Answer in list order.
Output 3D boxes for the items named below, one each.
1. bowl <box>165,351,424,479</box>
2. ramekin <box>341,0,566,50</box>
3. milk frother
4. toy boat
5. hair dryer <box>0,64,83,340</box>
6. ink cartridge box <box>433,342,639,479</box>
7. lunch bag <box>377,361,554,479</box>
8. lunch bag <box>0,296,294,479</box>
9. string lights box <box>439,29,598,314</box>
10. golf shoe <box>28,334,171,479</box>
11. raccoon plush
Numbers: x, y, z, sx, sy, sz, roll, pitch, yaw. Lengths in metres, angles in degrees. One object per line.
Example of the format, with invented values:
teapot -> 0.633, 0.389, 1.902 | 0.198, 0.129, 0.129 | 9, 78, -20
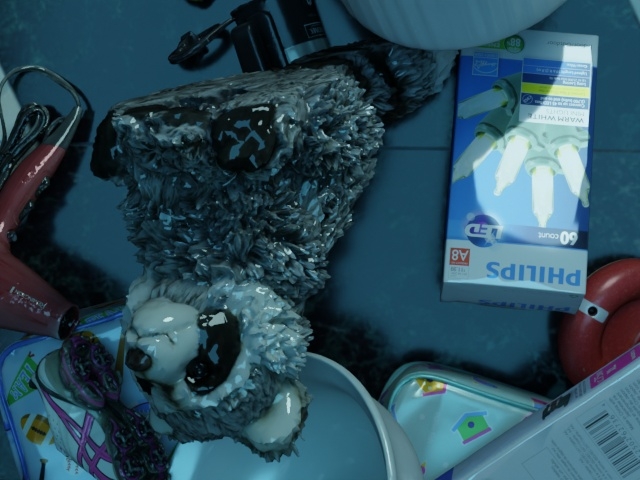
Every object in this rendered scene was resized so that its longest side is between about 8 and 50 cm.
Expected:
bowl -> -0.004, 0.255, 1.358 | 0.134, 0.298, 0.298 | 21, 94, -41
ramekin -> 0.117, -0.299, 1.351 | 0.277, 0.135, 0.277 | -10, 53, 13
milk frother -> -0.061, -0.163, 1.505 | 0.143, 0.129, 0.134 | -19, 91, 47
toy boat -> 0.339, 0.116, 1.455 | 0.231, 0.151, 0.151 | 31, 93, 2
hair dryer -> -0.312, -0.025, 1.477 | 0.223, 0.080, 0.293 | -28, 67, 6
ink cartridge box -> 0.226, 0.249, 1.392 | 0.311, 0.065, 0.186 | -36, 96, 11
lunch bag -> 0.136, 0.272, 1.494 | 0.224, 0.108, 0.279 | 16, 95, -3
lunch bag -> -0.163, 0.175, 1.507 | 0.303, 0.115, 0.243 | -15, 94, 3
string lights box -> 0.189, -0.068, 1.454 | 0.133, 0.077, 0.259 | 5, 72, 3
golf shoe -> -0.203, 0.184, 1.418 | 0.086, 0.067, 0.186 | -35, 78, 32
raccoon plush -> 0.000, 0.000, 1.335 | 0.446, 0.216, 0.299 | -19, 106, -32
